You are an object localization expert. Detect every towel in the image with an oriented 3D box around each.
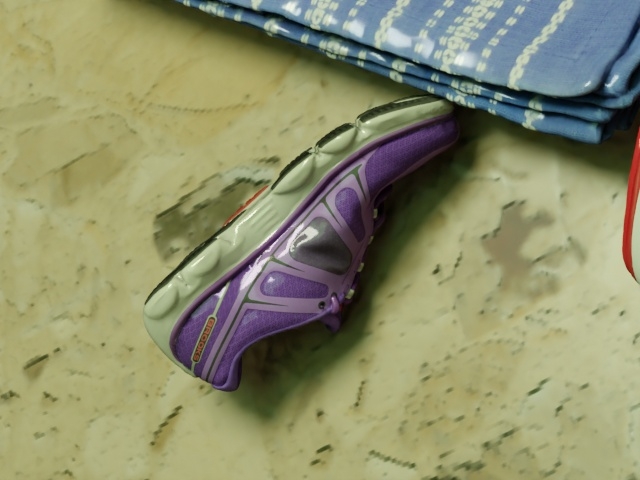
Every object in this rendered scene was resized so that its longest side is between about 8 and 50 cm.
[{"bbox_3d":[0.045,-0.194,0.832,0.336,0.040,0.243,22,78,33],"label":"towel"}]

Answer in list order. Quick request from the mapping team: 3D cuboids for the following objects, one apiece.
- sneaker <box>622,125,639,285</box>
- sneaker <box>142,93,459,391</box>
[{"bbox_3d":[0.198,-0.051,0.692,0.221,0.087,0.128,-49,59,7],"label":"sneaker"},{"bbox_3d":[0.000,0.000,0.815,0.170,0.068,0.071,-42,95,4],"label":"sneaker"}]
